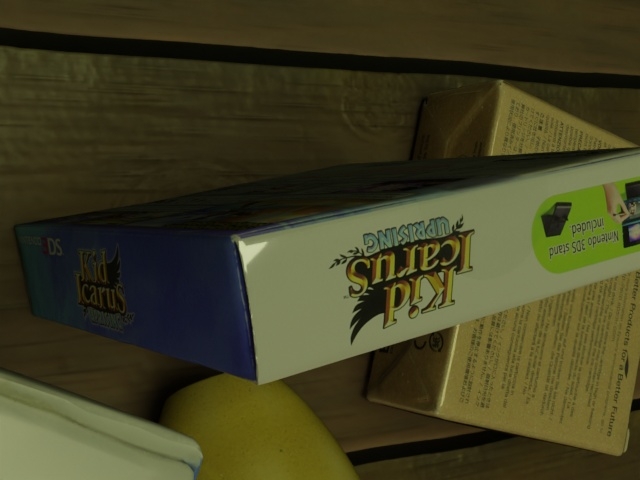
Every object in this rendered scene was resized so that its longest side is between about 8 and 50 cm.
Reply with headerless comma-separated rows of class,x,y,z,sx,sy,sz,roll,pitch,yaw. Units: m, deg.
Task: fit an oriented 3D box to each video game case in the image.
video game case,0.000,0.000,0.525,0.244,0.270,0.061,-12,98,-32

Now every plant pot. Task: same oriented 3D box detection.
plant pot,-0.048,0.132,0.589,0.134,0.134,0.095,-6,68,-33

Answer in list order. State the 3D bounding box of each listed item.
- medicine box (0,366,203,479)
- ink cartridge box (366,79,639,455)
medicine box,-0.206,0.162,0.377,0.149,0.289,0.263,25,76,-28
ink cartridge box,0.151,0.025,0.732,0.193,0.088,0.234,19,79,-33
